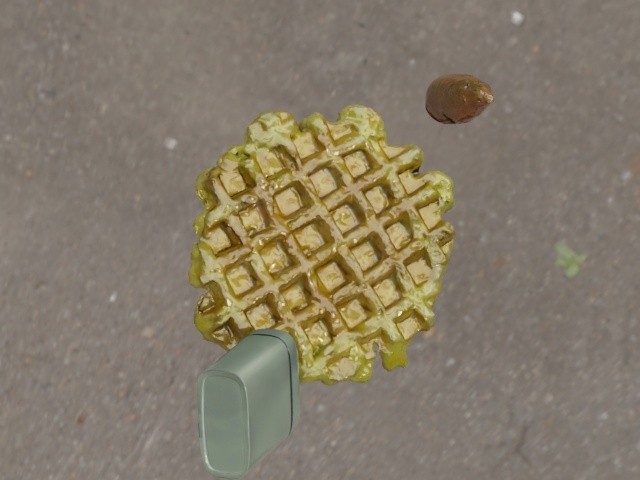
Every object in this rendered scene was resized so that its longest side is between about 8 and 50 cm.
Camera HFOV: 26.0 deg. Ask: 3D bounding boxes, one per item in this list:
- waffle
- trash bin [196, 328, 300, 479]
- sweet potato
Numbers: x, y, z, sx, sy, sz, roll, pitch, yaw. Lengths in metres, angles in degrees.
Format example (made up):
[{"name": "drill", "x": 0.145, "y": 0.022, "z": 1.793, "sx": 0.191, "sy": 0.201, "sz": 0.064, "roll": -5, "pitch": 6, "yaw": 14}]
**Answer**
[{"name": "waffle", "x": 0.000, "y": 0.000, "z": 1.538, "sx": 0.302, "sy": 0.068, "sz": 0.324, "roll": 16, "pitch": 74, "yaw": -13}, {"name": "trash bin", "x": -0.071, "y": 0.162, "z": 1.395, "sx": 0.059, "sy": 0.116, "sz": 0.130, "roll": 2, "pitch": 15, "yaw": 21}, {"name": "sweet potato", "x": 0.089, "y": -0.092, "z": 0.890, "sx": 0.034, "sy": 0.095, "sz": 0.034, "roll": 0, "pitch": 89, "yaw": -19}]
